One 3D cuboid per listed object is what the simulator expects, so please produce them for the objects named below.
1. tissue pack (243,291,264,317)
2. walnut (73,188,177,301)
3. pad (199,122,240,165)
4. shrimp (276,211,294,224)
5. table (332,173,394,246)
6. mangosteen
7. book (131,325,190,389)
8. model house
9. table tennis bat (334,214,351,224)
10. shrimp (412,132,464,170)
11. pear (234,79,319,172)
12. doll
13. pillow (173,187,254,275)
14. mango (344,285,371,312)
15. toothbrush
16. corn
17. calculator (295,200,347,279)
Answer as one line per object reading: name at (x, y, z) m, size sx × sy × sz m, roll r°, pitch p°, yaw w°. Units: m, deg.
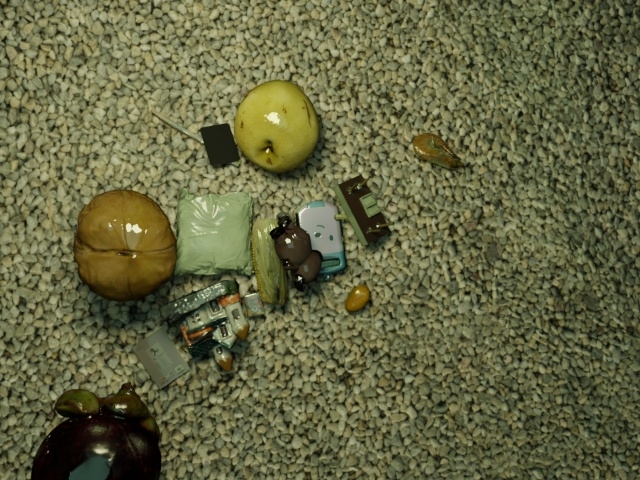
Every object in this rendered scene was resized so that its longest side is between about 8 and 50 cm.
tissue pack at (-0.239, 0.229, 1.850) m, size 0.063 × 0.035 × 0.083 m, roll -13°, pitch 88°, yaw -7°
walnut at (-0.621, 0.014, 1.659) m, size 0.308 × 0.398 × 0.354 m, roll 8°, pitch 100°, yaw -29°
pad at (-0.364, -0.349, 1.875) m, size 0.112 × 0.003 × 0.157 m, roll -14°, pitch 77°, yaw -17°
shrimp at (-0.117, -0.027, 1.862) m, size 0.065 × 0.056 × 0.165 m, roll -19°, pitch 77°, yaw 31°
table at (0.167, -0.118, 1.857) m, size 0.121 × 0.111 × 0.240 m, roll -28°, pitch 91°, yaw -32°
mangosteen at (-0.684, 0.670, 1.605) m, size 0.381 × 0.381 × 0.421 m, roll 8°, pitch 85°, yaw -5°
book at (-0.559, 0.412, 1.814) m, size 0.127 × 0.014 × 0.182 m, roll -34°, pitch 90°, yaw -7°
model house at (-0.363, 0.308, 1.755) m, size 0.271 × 0.190 × 0.301 m, roll -22°, pitch 89°, yaw -9°
table tennis bat at (0.121, -0.086, 1.895) m, size 0.156 × 0.013 × 0.087 m, roll -1°, pitch 81°, yaw -27°
shrimp at (0.452, -0.337, 1.958) m, size 0.217 × 0.051 × 0.115 m, roll 27°, pitch 81°, yaw -1°
pear at (-0.148, -0.395, 1.782) m, size 0.309 × 0.309 × 0.309 m, roll 0°, pitch 86°, yaw -6°
doll at (-0.079, 0.047, 1.753) m, size 0.182 × 0.117 × 0.257 m, roll -58°, pitch 133°, yaw -37°
pillow at (-0.364, -0.028, 1.808) m, size 0.283 × 0.138 × 0.310 m, roll 4°, pitch 90°, yaw -17°
mango at (0.134, 0.213, 1.880) m, size 0.114 × 0.057 × 0.079 m, roll -44°, pitch 98°, yaw -4°
toothbrush at (-0.454, -0.371, 1.877) m, size 0.375 × 0.028 × 0.037 m, roll 31°, pitch 78°, yaw -3°
corn at (-0.173, 0.074, 1.815) m, size 0.122 × 0.123 × 0.305 m, roll -10°, pitch 97°, yaw -21°
calculator at (0.000, 0.000, 1.885) m, size 0.173 × 0.051 × 0.293 m, roll -8°, pitch 87°, yaw -7°
